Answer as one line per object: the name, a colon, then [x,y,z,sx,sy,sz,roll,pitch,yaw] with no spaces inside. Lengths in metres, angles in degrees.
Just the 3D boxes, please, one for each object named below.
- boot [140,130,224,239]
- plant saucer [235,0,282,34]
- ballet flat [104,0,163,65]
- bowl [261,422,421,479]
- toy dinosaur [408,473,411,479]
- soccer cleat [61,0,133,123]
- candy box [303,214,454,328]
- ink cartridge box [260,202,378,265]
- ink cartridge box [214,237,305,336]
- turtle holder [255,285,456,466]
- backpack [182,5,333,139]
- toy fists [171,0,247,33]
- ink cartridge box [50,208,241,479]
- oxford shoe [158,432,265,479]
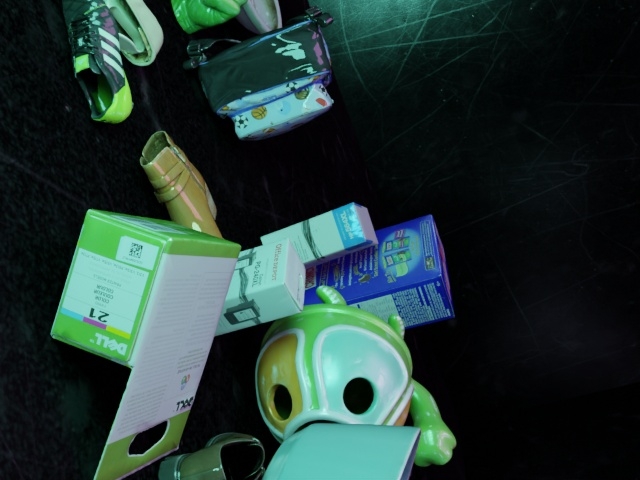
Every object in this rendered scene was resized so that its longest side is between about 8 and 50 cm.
boot: [-0.195,-0.048,0.930,0.197,0.073,0.152,-110,175,-50]
plant saucer: [-0.209,-0.641,1.550,0.400,0.101,0.400,-18,90,-77]
ballet flat: [-0.287,-0.328,0.898,0.248,0.086,0.086,55,22,-55]
bowl: [0.006,0.363,0.873,0.311,0.163,0.311,18,90,-76]
toy dinosaur: [0.027,0.429,1.171,0.218,0.165,0.321,43,48,-38]
soccer cleat: [-0.280,-0.232,0.834,0.072,0.060,0.178,-47,122,-73]
candy box: [0.114,0.090,1.474,0.268,0.318,0.122,-80,152,-61]
ink cartridge box: [0.000,0.000,1.375,0.148,0.203,0.085,6,65,-76]
ink cartridge box: [-0.103,0.067,0.972,0.109,0.151,0.063,-89,158,-54]
turtle holder: [0.040,0.257,1.088,0.320,0.244,0.227,53,22,-26]
backpack: [-0.090,-0.312,1.314,0.263,0.277,0.213,-83,159,-75]
toy fists: [-0.219,-0.530,1.276,0.096,0.142,0.279,41,34,-67]
ink cartridge box: [-0.193,0.108,0.718,0.189,0.097,0.255,12,96,-76]
oxford shoe: [-0.103,0.279,0.833,0.227,0.096,0.082,24,49,-76]
